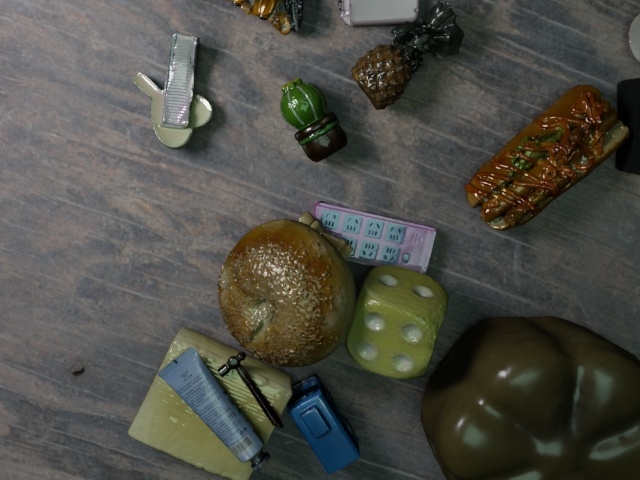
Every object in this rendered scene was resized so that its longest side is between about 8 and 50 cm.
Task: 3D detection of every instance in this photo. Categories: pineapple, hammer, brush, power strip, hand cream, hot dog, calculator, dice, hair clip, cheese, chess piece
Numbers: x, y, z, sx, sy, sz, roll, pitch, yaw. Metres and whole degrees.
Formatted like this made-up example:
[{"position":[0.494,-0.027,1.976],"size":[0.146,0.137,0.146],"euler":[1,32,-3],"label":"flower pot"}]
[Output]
[{"position":[0.172,-0.362,1.299],"size":[0.237,0.119,0.111],"euler":[-41,75,4],"label":"pineapple"},{"position":[-0.131,0.304,1.329],"size":[0.065,0.021,0.178],"euler":[-35,100,-4],"label":"hammer"},{"position":[0.644,-0.228,1.349],"size":[0.059,0.123,0.197],"euler":[-2,100,0],"label":"brush"},{"position":[0.104,-0.003,1.396],"size":[0.278,0.037,0.109],"euler":[12,99,-6],"label":"power strip"},{"position":[-0.197,0.333,1.310],"size":[0.091,0.058,0.271],"euler":[-38,97,10],"label":"hand cream"},{"position":[0.452,-0.162,1.346],"size":[0.349,0.117,0.158],"euler":[-39,92,4],"label":"hot dog"},{"position":[0.118,-0.471,1.310],"size":[0.175,0.032,0.100],"euler":[-4,101,-4],"label":"calculator"},{"position":[0.154,0.161,1.339],"size":[0.169,0.169,0.166],"euler":[18,119,11],"label":"dice"},{"position":[-0.284,-0.286,1.298],"size":[0.159,0.071,0.219],"euler":[7,95,-3],"label":"hair clip"},{"position":[-0.225,0.341,1.394],"size":[0.265,0.124,0.243],"euler":[26,92,-8],"label":"cheese"},{"position":[0.000,0.000,1.340],"size":[0.122,0.066,0.066],"euler":[41,95,-5],"label":"chess piece"}]

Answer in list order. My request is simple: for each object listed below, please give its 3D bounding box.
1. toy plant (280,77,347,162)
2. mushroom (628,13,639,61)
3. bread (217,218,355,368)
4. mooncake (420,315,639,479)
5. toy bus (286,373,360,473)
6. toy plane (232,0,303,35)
[{"position":[-0.019,-0.239,1.316],"size":[0.092,0.093,0.162],"euler":[-32,98,2],"label":"toy plant"},{"position":[0.736,-0.408,1.345],"size":[0.225,0.093,0.116],"euler":[-1,123,-13],"label":"mushroom"},{"position":[-0.076,0.112,1.287],"size":[0.305,0.158,0.306],"euler":[12,112,32],"label":"bread"},{"position":[0.450,0.386,1.384],"size":[0.467,0.262,0.467],"euler":[-1,103,-5],"label":"mooncake"},{"position":[0.004,0.390,1.429],"size":[0.090,0.106,0.185],"euler":[-31,101,4],"label":"toy bus"},{"position":[-0.075,-0.565,1.246],"size":[0.204,0.103,0.316],"euler":[22,88,-22],"label":"toy plane"}]
